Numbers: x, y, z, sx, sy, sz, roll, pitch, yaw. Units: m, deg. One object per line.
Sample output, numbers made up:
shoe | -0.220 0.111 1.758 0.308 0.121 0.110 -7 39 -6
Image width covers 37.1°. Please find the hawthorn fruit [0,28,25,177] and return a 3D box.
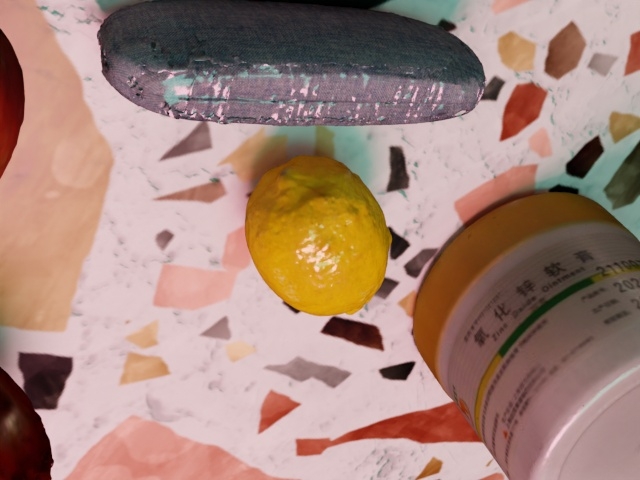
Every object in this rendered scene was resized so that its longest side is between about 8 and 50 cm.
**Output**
hawthorn fruit | -0.286 -0.081 0.492 0.258 0.258 0.261 30 80 -38

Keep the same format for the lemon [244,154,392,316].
lemon | 0.000 0.000 0.767 0.114 0.114 0.155 -29 133 -4

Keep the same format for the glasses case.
glasses case | -0.013 -0.126 0.670 0.283 0.109 0.067 -2 129 -26

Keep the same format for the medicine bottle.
medicine bottle | 0.238 0.109 0.884 0.238 0.232 0.237 -13 127 -17

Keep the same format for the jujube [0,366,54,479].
jujube | -0.360 0.244 0.691 0.376 0.258 0.258 -45 131 15
